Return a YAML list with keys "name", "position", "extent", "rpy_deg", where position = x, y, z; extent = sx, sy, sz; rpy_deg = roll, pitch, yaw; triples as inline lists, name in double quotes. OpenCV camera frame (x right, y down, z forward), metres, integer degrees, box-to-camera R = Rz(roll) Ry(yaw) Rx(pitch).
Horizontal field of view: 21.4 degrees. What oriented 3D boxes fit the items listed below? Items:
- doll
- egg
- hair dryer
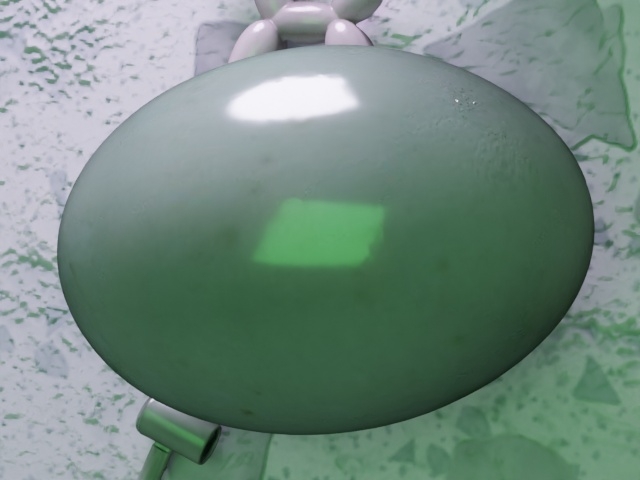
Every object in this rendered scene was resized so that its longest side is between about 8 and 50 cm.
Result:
- name: "doll"
  position: [-0.022, -0.189, 1.338]
  extent: [0.161, 0.059, 0.160]
  rpy_deg: [3, 88, 16]
- name: "egg"
  position: [0.000, 0.000, 1.209]
  extent: [0.389, 0.276, 0.276]
  rpy_deg: [-4, 86, 17]
- name: "hair dryer"
  position: [-0.131, 0.189, 1.363]
  extent: [0.063, 0.038, 0.124]
  rpy_deg: [27, 100, 15]
